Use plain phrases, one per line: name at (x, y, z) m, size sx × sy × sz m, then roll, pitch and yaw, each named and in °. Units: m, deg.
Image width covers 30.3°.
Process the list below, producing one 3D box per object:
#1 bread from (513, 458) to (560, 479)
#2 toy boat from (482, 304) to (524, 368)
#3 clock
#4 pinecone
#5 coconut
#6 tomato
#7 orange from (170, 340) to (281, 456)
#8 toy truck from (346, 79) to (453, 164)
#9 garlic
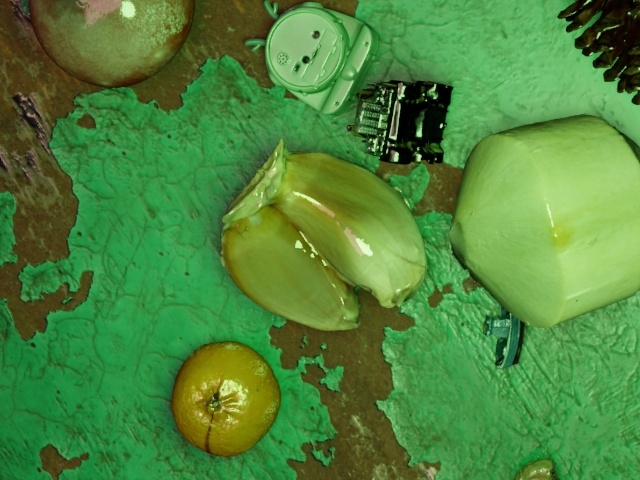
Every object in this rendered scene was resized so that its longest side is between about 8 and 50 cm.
bread at (0.353, 0.407, 1.898) m, size 0.082 × 0.060 × 0.113 m, roll -17°, pitch 89°, yaw 15°
toy boat at (0.291, 0.136, 1.885) m, size 0.060 × 0.060 × 0.137 m, roll 5°, pitch 101°, yaw -7°
clock at (-0.023, -0.309, 1.922) m, size 0.211 × 0.066 × 0.159 m, roll 27°, pitch 101°, yaw 11°
pinecone at (0.472, -0.329, 1.716) m, size 0.246 × 0.246 × 0.292 m, roll -20°, pitch 106°, yaw 16°
coconut at (0.334, -0.029, 1.720) m, size 0.323 × 0.323 × 0.323 m, roll 2°, pitch 96°, yaw 15°
tomato at (-0.346, -0.383, 1.917) m, size 0.270 × 0.227 × 0.270 m, roll 1°, pitch 94°, yaw 17°
orange at (-0.160, 0.264, 1.968) m, size 0.193 × 0.161 × 0.193 m, roll 2°, pitch 97°, yaw 20°
toy truck at (0.116, -0.185, 1.798) m, size 0.127 × 0.257 × 0.127 m, roll 13°, pitch 100°, yaw 16°
garlic at (0.000, 0.000, 1.876) m, size 0.313 × 0.249 × 0.286 m, roll 37°, pitch 87°, yaw -12°
